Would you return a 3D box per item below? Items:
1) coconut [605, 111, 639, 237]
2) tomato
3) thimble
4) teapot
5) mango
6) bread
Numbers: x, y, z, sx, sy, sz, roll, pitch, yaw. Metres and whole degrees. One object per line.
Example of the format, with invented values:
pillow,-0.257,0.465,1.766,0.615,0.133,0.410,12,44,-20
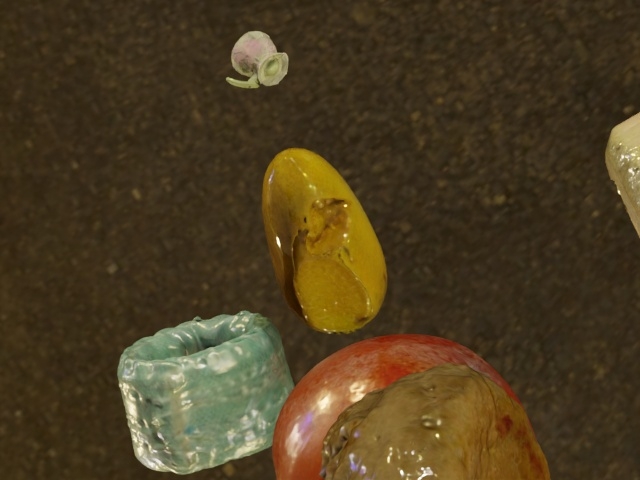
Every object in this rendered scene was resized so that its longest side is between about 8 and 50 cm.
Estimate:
coconut,0.475,-0.051,1.423,0.310,0.297,0.297,-25,98,9
tomato,0.089,0.214,1.358,0.265,0.265,0.264,15,120,28
thimble,-0.136,0.180,1.682,0.198,0.235,0.143,-7,103,25
teapot,-0.086,-0.236,1.888,0.083,0.064,0.064,-48,52,-2
mango,0.000,0.000,1.634,0.262,0.130,0.167,71,179,-54
bread,0.074,0.194,0.909,0.123,0.230,0.230,-15,104,29
